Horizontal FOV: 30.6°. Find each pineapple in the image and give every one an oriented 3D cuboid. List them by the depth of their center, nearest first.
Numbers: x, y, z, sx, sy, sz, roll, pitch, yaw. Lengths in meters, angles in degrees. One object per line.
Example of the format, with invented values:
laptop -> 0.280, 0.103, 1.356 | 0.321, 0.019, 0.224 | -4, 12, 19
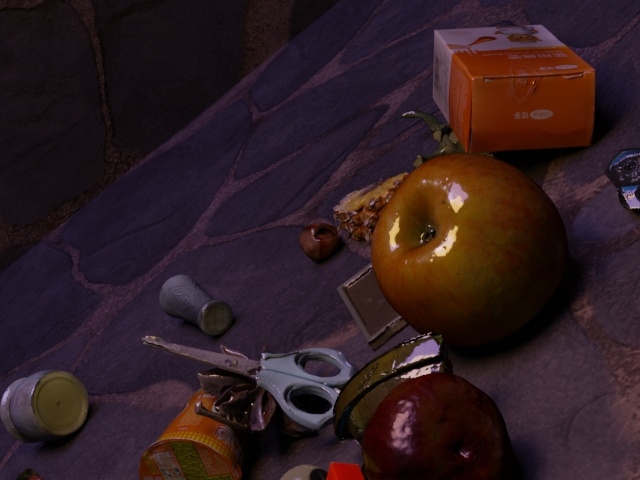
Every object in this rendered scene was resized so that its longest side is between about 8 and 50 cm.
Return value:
pineapple -> 0.098, -0.054, 2.274 | 0.135, 0.079, 0.233 | -43, 15, -32

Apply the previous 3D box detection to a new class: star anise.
star anise -> -0.101, 0.248, 1.885 | 0.262, 0.230, 0.081 | -24, -35, -43

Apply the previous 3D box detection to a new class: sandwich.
sandwich -> 0.109, 0.229, 1.631 | 0.235, 0.159, 0.079 | -30, 47, 25

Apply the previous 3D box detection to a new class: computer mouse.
computer mouse -> 0.483, -0.088, 1.779 | 0.079, 0.047, 0.135 | -26, 36, 15

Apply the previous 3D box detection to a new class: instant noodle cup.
instant noodle cup -> -0.186, 0.332, 1.897 | 0.168, 0.168, 0.185 | -28, 18, 25

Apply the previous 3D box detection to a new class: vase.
vase -> -0.256, 0.138, 2.436 | 0.096, 0.096, 0.219 | -45, 26, -13

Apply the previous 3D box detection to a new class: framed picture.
framed picture -> 0.190, 0.034, 2.031 | 0.335, 0.022, 0.247 | -38, 23, 3

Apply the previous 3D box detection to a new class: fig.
fig -> 0.113, 0.294, 1.506 | 0.290, 0.190, 0.191 | -43, 16, 40

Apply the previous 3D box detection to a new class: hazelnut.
hazelnut -> 0.000, 0.000, 2.325 | 0.086, 0.086, 0.086 | -32, 23, 16

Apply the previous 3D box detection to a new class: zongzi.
zongzi -> -0.605, 0.517, 2.323 | 0.113, 0.052, 0.104 | -49, 13, 10

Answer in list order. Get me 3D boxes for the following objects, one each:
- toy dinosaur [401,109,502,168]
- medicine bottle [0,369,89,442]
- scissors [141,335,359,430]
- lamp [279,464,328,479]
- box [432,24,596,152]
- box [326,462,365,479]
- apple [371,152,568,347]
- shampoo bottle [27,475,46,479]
toy dinosaur -> 0.305, -0.206, 2.259 | 0.447, 0.087, 0.301 | 5, 17, 29
medicine bottle -> -0.580, 0.350, 2.459 | 0.143, 0.147, 0.147 | -20, 29, 46
scissors -> -0.112, 0.200, 1.853 | 0.191, 0.360, 0.029 | -69, -6, -57
lamp -> -0.045, 0.386, 1.668 | 0.163, 0.091, 0.091 | -44, 17, 32
box -> 0.339, -0.278, 2.112 | 0.225, 0.143, 0.341 | -4, 25, -5
box -> 0.026, 0.376, 1.501 | 0.100, 0.048, 0.152 | -125, 47, -66
apple -> 0.211, 0.004, 1.736 | 0.301, 0.301, 0.301 | -32, 23, 16
shampoo bottle -> -0.577, 0.552, 2.162 | 0.085, 0.085, 0.244 | -5, 41, 54
